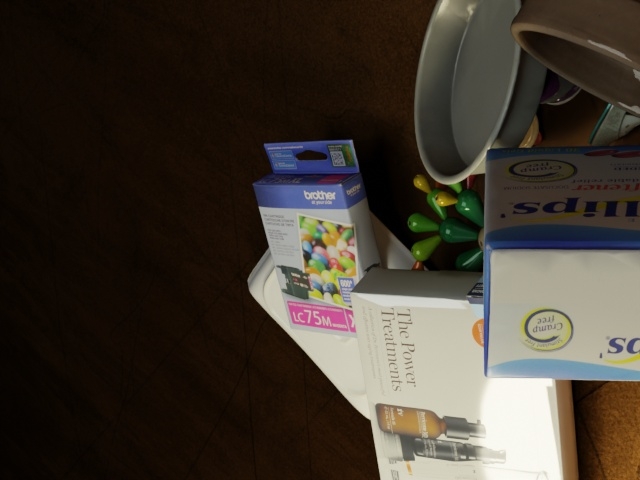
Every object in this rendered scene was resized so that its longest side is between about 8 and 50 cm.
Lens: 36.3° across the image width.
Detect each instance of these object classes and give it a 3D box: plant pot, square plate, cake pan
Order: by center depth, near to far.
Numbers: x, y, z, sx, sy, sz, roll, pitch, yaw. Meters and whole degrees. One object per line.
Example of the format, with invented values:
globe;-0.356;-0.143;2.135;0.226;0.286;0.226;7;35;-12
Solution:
plant pot;0.362;-0.253;0.988;0.263;0.263;0.229;33;97;34
cake pan;0.199;-0.213;1.229;0.293;0.054;0.293;-173;90;-72
square plate;0.038;0.104;1.617;0.347;0.049;0.344;46;136;12

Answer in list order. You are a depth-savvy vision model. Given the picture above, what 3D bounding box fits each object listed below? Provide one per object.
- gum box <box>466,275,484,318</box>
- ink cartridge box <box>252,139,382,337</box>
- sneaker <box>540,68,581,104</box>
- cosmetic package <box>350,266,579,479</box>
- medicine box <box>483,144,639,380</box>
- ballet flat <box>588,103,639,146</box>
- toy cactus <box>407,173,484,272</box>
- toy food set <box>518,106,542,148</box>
gum box;0.297;0.031;1.226;0.157;0.184;0.041;0;126;47
ink cartridge box;0.000;0.000;1.514;0.185;0.065;0.311;4;113;40
sneaker;0.308;-0.241;1.159;0.083;0.098;0.224;48;136;22
cosmetic package;0.211;0.229;1.394;0.284;0.097;0.377;0;114;26
medicine box;0.300;0.013;1.000;0.263;0.289;0.149;0;113;10
ballet flat;0.373;-0.168;1.156;0.052;0.057;0.168;34;131;21
toy cactus;0.214;-0.010;1.388;0.180;0.112;0.219;12;114;24
toy food set;0.261;-0.156;1.310;0.082;0.020;0.083;17;118;43
